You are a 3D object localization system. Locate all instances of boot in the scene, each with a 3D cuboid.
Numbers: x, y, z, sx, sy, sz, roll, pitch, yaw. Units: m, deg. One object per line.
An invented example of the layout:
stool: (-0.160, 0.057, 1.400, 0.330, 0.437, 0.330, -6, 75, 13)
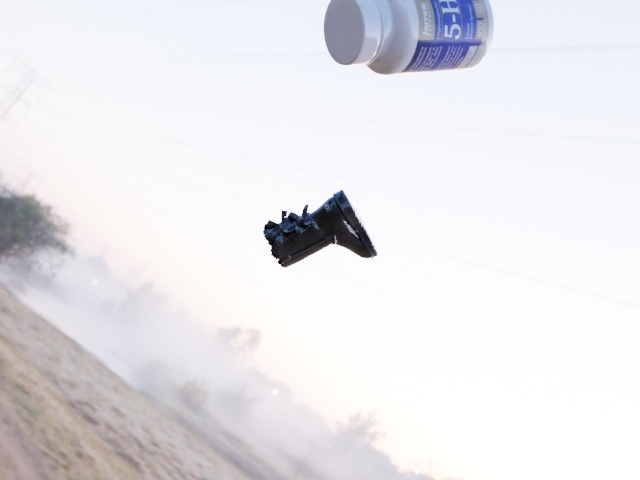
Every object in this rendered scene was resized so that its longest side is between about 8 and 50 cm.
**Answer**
boot: (0.000, 0.001, 1.017, 0.121, 0.099, 0.045, 54, 10, -53)

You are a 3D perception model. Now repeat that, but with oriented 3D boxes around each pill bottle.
pill bottle: (0.103, -0.254, 1.131, 0.187, 0.111, 0.112, -10, 18, -32)
